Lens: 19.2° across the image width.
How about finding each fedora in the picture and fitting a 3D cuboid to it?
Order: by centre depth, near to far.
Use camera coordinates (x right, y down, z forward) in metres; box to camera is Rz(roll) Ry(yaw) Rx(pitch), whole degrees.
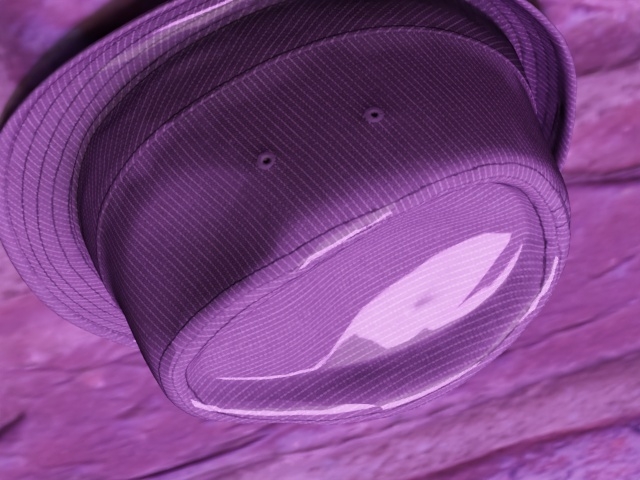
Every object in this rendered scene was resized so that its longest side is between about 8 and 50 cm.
[{"bbox_3d":[0.000,0.000,0.845,0.275,0.124,0.244,-18,137,-5],"label":"fedora"}]
